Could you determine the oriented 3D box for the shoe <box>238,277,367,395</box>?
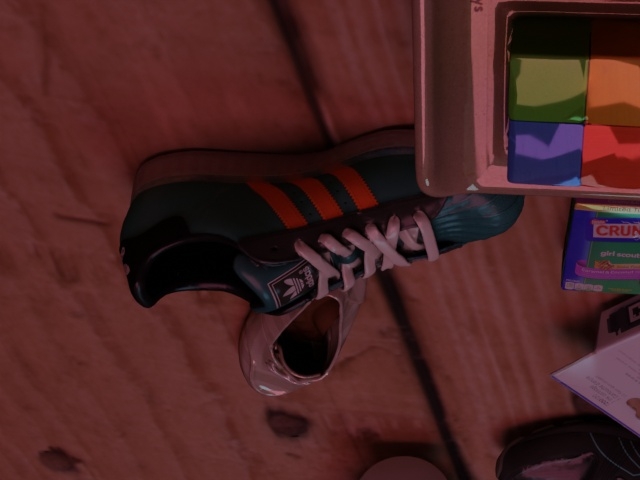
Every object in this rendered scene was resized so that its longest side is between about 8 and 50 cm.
[{"bbox_3d":[-0.020,0.077,1.333,0.077,0.058,0.219,15,141,-11],"label":"shoe"}]

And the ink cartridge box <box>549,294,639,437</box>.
[{"bbox_3d":[0.330,0.101,1.327,0.208,0.045,0.206,-30,130,34],"label":"ink cartridge box"}]

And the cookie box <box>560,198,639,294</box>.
[{"bbox_3d":[0.230,-0.006,1.208,0.092,0.040,0.107,3,141,5],"label":"cookie box"}]

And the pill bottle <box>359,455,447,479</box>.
[{"bbox_3d":[0.082,0.303,1.558,0.124,0.124,0.221,1,142,7],"label":"pill bottle"}]

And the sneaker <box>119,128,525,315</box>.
[{"bbox_3d":[0.000,0.000,1.181,0.302,0.121,0.108,-5,141,13],"label":"sneaker"}]

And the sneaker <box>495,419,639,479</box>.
[{"bbox_3d":[0.291,0.230,1.453,0.267,0.106,0.101,5,144,4],"label":"sneaker"}]

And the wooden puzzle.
[{"bbox_3d":[0.226,-0.145,0.935,0.348,0.080,0.322,0,125,5],"label":"wooden puzzle"}]
